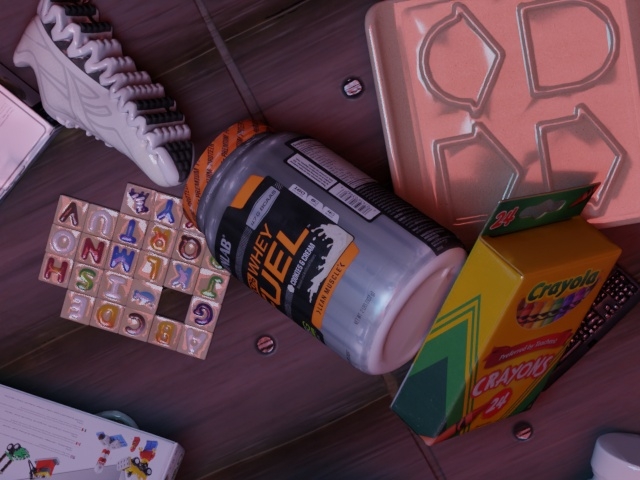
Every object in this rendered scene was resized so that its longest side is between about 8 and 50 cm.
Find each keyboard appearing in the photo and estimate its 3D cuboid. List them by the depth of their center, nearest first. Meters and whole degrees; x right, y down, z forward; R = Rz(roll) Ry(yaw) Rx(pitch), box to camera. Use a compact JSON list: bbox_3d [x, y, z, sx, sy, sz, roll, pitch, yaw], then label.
[{"bbox_3d":[0.313,0.103,1.965,0.100,0.038,0.192,42,101,-7],"label":"keyboard"}]

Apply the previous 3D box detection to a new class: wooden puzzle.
[{"bbox_3d":[0.246,-0.161,1.889,0.348,0.080,0.322,-11,103,1],"label":"wooden puzzle"}]

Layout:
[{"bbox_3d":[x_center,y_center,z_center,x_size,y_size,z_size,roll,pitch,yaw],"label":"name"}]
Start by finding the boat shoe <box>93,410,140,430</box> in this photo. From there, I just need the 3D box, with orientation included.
[{"bbox_3d":[-0.358,0.356,2.027,0.324,0.097,0.116,-44,97,11],"label":"boat shoe"}]

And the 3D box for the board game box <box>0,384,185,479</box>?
[{"bbox_3d":[-0.345,0.303,1.950,0.305,0.053,0.193,16,73,17],"label":"board game box"}]

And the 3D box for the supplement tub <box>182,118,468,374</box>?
[{"bbox_3d":[0.000,0.000,1.833,0.316,0.193,0.193,35,104,23],"label":"supplement tub"}]

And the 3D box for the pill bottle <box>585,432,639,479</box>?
[{"bbox_3d":[0.382,0.397,1.968,0.162,0.162,0.278,12,104,0],"label":"pill bottle"}]

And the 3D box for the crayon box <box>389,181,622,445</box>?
[{"bbox_3d":[0.228,0.086,1.837,0.081,0.202,0.318,44,127,30],"label":"crayon box"}]

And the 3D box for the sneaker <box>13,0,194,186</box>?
[{"bbox_3d":[-0.262,-0.167,1.877,0.118,0.110,0.292,-45,73,20],"label":"sneaker"}]

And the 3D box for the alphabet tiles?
[{"bbox_3d":[-0.234,0.029,1.989,0.237,0.009,0.198,17,104,-2],"label":"alphabet tiles"}]

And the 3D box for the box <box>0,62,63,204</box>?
[{"bbox_3d":[-0.479,-0.172,1.913,0.290,0.087,0.169,38,102,-6],"label":"box"}]
